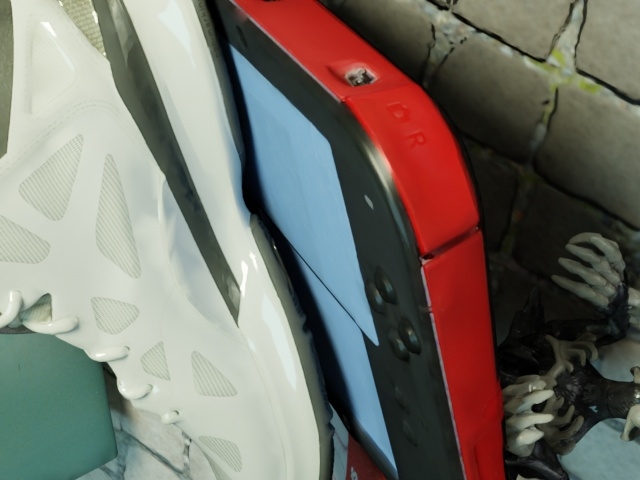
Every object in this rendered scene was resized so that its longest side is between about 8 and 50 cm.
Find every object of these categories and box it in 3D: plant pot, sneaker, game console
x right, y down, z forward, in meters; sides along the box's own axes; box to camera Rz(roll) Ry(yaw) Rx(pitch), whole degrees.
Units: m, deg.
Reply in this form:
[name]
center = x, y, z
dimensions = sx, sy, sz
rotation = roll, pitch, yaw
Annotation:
[plant pot]
center = -0.308, 0.106, 1.339
dimensions = 0.165, 0.165, 0.234
rotation = 30, 132, 38
[sneaker]
center = -0.160, 0.032, 0.932
dimensions = 0.169, 0.257, 0.447
rotation = 42, 152, 61
[game console]
center = 0.000, 0.000, 0.913
dimensions = 0.386, 0.060, 0.342
rotation = -130, 25, -51

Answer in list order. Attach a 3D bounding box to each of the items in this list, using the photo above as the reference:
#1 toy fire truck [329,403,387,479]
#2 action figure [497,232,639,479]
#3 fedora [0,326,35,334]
[toy fire truck]
center = 0.058, 0.273, 1.161
dimensions = 0.302, 0.169, 0.254
rotation = 91, 157, -44
[action figure]
center = 0.170, 0.079, 0.884
dimensions = 0.275, 0.164, 0.141
rotation = -5, 144, 36
[fedora]
center = -0.212, -0.039, 1.107
dimensions = 0.124, 0.243, 0.275
rotation = 63, 179, 24
